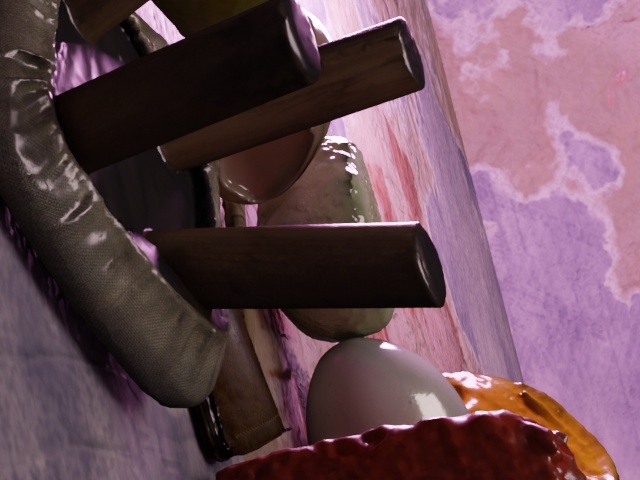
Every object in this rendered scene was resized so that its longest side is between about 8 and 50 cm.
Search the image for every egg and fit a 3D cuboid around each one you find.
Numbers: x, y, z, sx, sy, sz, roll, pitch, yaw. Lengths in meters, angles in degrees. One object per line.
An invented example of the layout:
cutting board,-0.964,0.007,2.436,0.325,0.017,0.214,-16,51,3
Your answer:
egg,0.064,0.182,1.821,0.209,0.151,0.151,59,16,-19

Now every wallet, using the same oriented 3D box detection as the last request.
wallet,-0.094,0.043,1.540,0.137,0.031,0.255,-11,82,-73

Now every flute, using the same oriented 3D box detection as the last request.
flute,-0.066,0.047,1.688,0.027,0.027,0.233,59,19,-52

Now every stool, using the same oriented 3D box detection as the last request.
stool,-0.066,-0.090,1.335,0.310,0.226,0.310,-91,158,-44

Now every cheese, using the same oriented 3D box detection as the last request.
cheese,-0.056,-0.159,1.757,0.082,0.163,0.286,24,33,-26

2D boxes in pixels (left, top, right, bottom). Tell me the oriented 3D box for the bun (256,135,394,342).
bun,0.000,0.000,1.841,0.195,0.118,0.195,-11,90,-81

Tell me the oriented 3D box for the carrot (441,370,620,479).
carrot,0.219,0.329,2.139,0.241,0.242,0.340,-83,157,-63

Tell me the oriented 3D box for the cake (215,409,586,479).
cake,0.094,0.306,1.499,0.269,0.270,0.319,37,40,-72

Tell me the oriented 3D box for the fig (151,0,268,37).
fig,-0.089,-0.291,1.641,0.230,0.207,0.207,117,-27,-47
